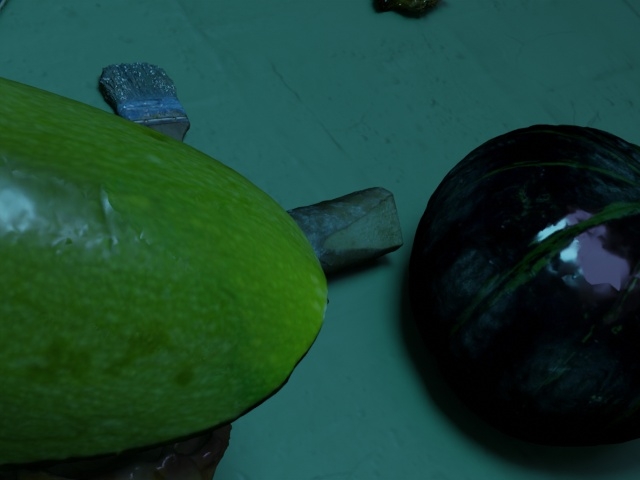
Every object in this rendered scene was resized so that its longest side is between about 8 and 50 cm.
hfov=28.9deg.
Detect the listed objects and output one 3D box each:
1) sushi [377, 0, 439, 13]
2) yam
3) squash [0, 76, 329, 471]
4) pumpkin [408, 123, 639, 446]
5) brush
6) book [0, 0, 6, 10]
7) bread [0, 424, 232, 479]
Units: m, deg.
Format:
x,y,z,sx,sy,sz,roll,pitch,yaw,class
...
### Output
x,y,z,sx,sy,sz,roll,pitch,yaw,class
0.108,-0.284,1.415,0.118,0.061,0.060,-22,74,-22,sushi
0.000,0.000,1.071,0.169,0.068,0.068,-17,63,-41,yam
-0.163,0.018,0.722,0.308,0.210,0.234,19,41,-33,squash
0.234,0.028,1.075,0.315,0.238,0.315,20,39,-17,pumpkin
-0.132,-0.080,1.090,0.070,0.021,0.196,-10,59,-37,brush
-0.382,-0.369,1.157,0.300,0.039,0.428,27,45,-12,book
-0.187,0.094,0.800,0.274,0.149,0.274,14,43,-14,bread
